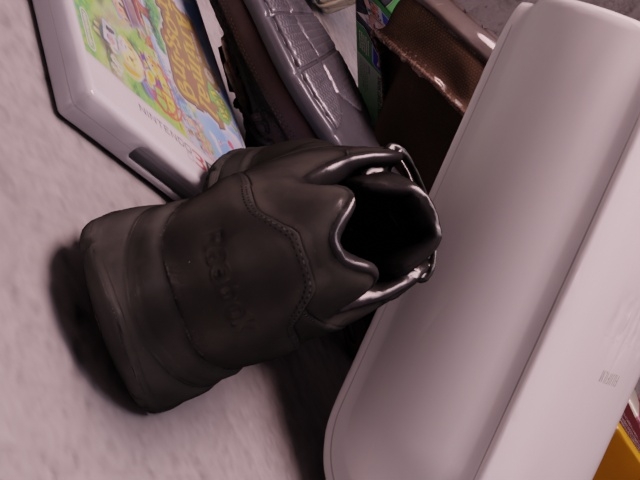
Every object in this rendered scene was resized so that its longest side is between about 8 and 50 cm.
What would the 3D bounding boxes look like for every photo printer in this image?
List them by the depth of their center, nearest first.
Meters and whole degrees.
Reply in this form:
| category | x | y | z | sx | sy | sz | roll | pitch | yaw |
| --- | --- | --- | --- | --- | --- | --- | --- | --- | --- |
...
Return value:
| category | x | y | z | sx | sy | sz | roll | pitch | yaw |
| --- | --- | --- | --- | --- | --- | --- | --- | --- | --- |
| photo printer | 0.125 | 0.045 | 0.678 | 0.107 | 0.307 | 0.256 | 25 | 1 | 28 |

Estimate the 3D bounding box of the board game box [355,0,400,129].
| category | x | y | z | sx | sy | sz | roll | pitch | yaw |
| --- | --- | --- | --- | --- | --- | --- | --- | --- | --- |
| board game box | 0.114 | -0.105 | 1.092 | 0.213 | 0.046 | 0.317 | 50 | -10 | 16 |

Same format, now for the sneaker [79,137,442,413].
| category | x | y | z | sx | sy | sz | roll | pitch | yaw |
| --- | --- | --- | --- | --- | --- | --- | --- | --- | --- |
| sneaker | 0.000 | 0.000 | 0.560 | 0.286 | 0.130 | 0.109 | -49 | 119 | -71 |

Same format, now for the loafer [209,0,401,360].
| category | x | y | z | sx | sy | sz | roll | pitch | yaw |
| --- | --- | --- | --- | --- | --- | --- | --- | --- | --- |
| loafer | -0.009 | -0.054 | 0.772 | 0.302 | 0.095 | 0.109 | 59 | 20 | -2 |

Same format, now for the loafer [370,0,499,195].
| category | x | y | z | sx | sy | sz | roll | pitch | yaw |
| --- | --- | --- | --- | --- | --- | --- | --- | --- | --- |
| loafer | 0.092 | -0.042 | 0.889 | 0.134 | 0.130 | 0.366 | 47 | -11 | 31 |

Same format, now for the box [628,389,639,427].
| category | x | y | z | sx | sy | sz | roll | pitch | yaw |
| --- | --- | --- | --- | --- | --- | --- | --- | --- | --- |
| box | 0.334 | 0.275 | 1.308 | 0.232 | 0.127 | 0.149 | 65 | 14 | 9 |

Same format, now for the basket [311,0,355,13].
| category | x | y | z | sx | sy | sz | roll | pitch | yaw |
| --- | --- | --- | --- | --- | --- | --- | --- | --- | --- |
| basket | 0.049 | -0.434 | 1.376 | 0.201 | 0.255 | 0.288 | 23 | 50 | -80 |

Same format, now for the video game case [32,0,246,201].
| category | x | y | z | sx | sy | sz | roll | pitch | yaw |
| --- | --- | --- | --- | --- | --- | --- | --- | --- | --- |
| video game case | -0.102 | -0.112 | 0.665 | 0.193 | 0.023 | 0.212 | 42 | 24 | -56 |

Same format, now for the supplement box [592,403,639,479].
| category | x | y | z | sx | sy | sz | roll | pitch | yaw |
| --- | --- | --- | --- | --- | --- | --- | --- | --- | --- |
| supplement box | 0.204 | 0.162 | 1.039 | 0.191 | 0.129 | 0.194 | 50 | 18 | -41 |
